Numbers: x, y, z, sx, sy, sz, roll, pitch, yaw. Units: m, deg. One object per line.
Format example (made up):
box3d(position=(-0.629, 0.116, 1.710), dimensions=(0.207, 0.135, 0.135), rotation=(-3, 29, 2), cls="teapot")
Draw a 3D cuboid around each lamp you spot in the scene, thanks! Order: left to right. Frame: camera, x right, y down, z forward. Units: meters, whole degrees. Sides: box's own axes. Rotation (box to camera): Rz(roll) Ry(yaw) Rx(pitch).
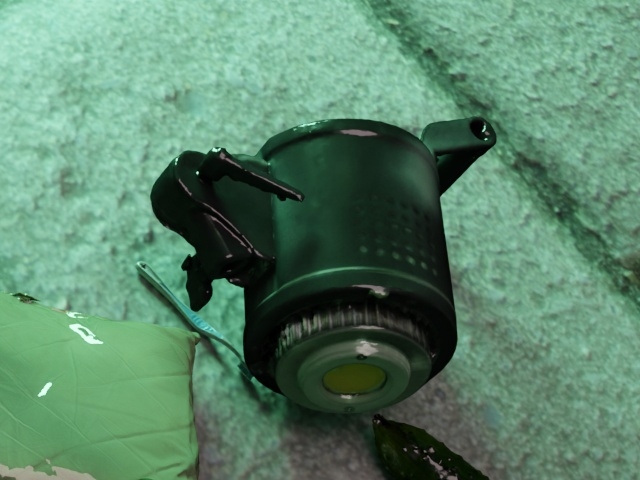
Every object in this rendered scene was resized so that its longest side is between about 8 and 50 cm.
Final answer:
box3d(position=(0.032, 0.031, 1.892), dimensions=(0.374, 0.205, 0.272), rotation=(-2, 60, -38), cls="lamp")

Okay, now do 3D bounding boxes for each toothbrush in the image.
box3d(position=(-0.120, 0.075, 1.899), dimensions=(0.162, 0.017, 0.014), rotation=(44, 41, 8), cls="toothbrush")

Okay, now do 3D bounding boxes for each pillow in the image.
box3d(position=(-0.239, 0.145, 1.725), dimensions=(0.281, 0.076, 0.274), rotation=(15, 33, -16), cls="pillow")

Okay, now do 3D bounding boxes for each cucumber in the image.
box3d(position=(0.134, 0.246, 1.877), dimensions=(0.227, 0.069, 0.069), rotation=(41, 46, 11), cls="cucumber")

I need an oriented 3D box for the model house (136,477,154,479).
box3d(position=(-0.251, 0.298, 1.466), dimensions=(0.245, 0.312, 0.280), rotation=(-27, 34, -37), cls="model house")
